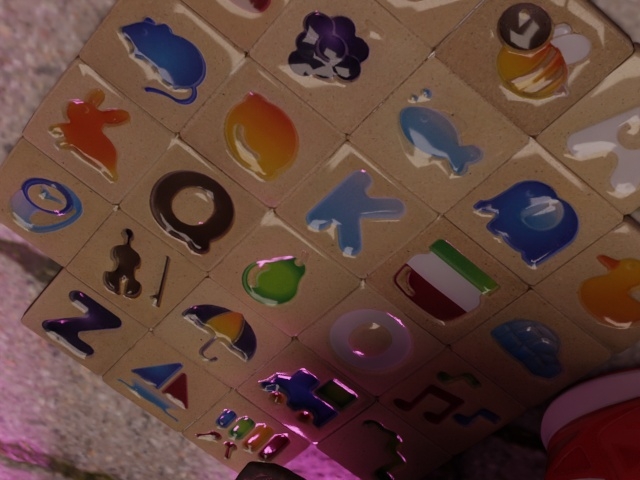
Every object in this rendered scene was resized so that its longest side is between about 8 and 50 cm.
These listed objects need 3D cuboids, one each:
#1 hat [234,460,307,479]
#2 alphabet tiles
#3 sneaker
[{"bbox_3d":[0.077,0.232,0.475,0.332,0.133,0.331,21,158,9],"label":"hat"},{"bbox_3d":[0.000,0.000,0.483,0.285,0.011,0.342,38,126,-13],"label":"alphabet tiles"},{"bbox_3d":[0.197,0.099,0.429,0.221,0.128,0.087,-33,112,32],"label":"sneaker"}]
